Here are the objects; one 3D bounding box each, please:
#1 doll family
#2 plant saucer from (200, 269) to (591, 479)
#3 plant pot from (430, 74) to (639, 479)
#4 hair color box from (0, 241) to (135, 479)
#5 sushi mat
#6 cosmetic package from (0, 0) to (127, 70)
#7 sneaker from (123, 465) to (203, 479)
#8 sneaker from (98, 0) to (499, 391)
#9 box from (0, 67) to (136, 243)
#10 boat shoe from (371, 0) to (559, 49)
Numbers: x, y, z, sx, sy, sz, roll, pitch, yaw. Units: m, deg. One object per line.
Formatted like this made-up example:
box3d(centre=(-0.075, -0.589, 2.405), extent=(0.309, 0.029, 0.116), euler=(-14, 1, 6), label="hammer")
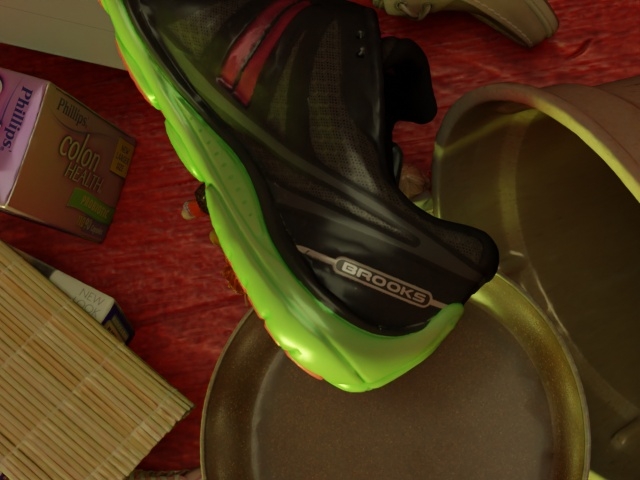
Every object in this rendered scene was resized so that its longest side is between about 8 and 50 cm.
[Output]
box3d(centre=(0.000, 0.000, 0.920), extent=(0.263, 0.163, 0.118), euler=(-5, 81, 9), label="doll family")
box3d(centre=(0.055, 0.155, 0.794), extent=(0.311, 0.050, 0.310), euler=(-6, 73, 19), label="plant saucer")
box3d(centre=(0.304, -0.013, 0.788), extent=(0.306, 0.334, 0.333), euler=(-23, 77, -17), label="plant pot")
box3d(centre=(-0.346, 0.170, 0.941), extent=(0.185, 0.110, 0.338), euler=(26, 68, 12), label="hair color box")
box3d(centre=(-0.278, 0.103, 0.902), extent=(0.317, 0.019, 0.151), euler=(37, 73, 14), label="sushi mat")
box3d(centre=(-0.235, -0.313, 0.916), extent=(0.377, 0.097, 0.284), euler=(9, 102, -23), label="cosmetic package")
box3d(centre=(-0.165, 0.236, 0.972), extent=(0.134, 0.051, 0.070), euler=(-33, 83, 8), label="sneaker")
box3d(centre=(-0.024, -0.118, 0.800), extent=(0.202, 0.185, 0.482), euler=(-31, 72, 3), label="sneaker")
box3d(centre=(-0.337, -0.097, 0.969), extent=(0.243, 0.213, 0.117), euler=(16, 84, 11), label="box")
box3d(centre=(0.082, -0.255, 0.945), extent=(0.302, 0.109, 0.098), euler=(30, 95, -12), label="boat shoe")
